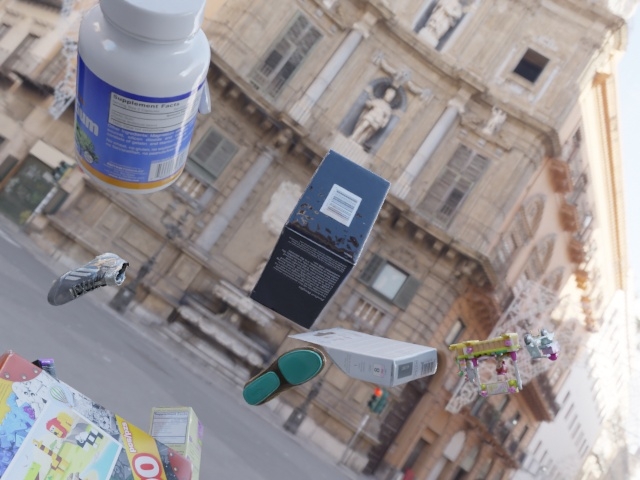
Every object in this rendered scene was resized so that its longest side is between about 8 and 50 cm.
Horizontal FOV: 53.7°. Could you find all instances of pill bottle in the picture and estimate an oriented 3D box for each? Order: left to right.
[{"bbox_3d":[-0.221,-0.198,0.780,0.152,0.152,0.272,34,-42,6],"label":"pill bottle"}]

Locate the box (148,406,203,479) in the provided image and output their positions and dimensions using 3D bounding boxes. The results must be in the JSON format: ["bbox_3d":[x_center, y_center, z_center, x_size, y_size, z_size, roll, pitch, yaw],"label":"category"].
[{"bbox_3d":[-0.425,0.633,1.835,0.117,0.243,0.213,0,-31,1],"label":"box"}]

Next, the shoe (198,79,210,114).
[{"bbox_3d":[-0.220,-0.268,0.951,0.063,0.081,0.178,113,-36,-82],"label":"shoe"}]

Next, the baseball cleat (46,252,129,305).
[{"bbox_3d":[-0.560,0.097,1.541,0.109,0.206,0.072,17,-46,31],"label":"baseball cleat"}]

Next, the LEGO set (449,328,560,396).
[{"bbox_3d":[0.326,0.249,1.237,0.132,0.107,0.287,-1,-16,-27],"label":"LEGO set"}]

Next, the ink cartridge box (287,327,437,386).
[{"bbox_3d":[0.081,0.220,1.214,0.232,0.066,0.189,2,-1,34],"label":"ink cartridge box"}]

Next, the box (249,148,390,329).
[{"bbox_3d":[0.000,0.000,1.507,0.182,0.296,0.294,30,-42,-2],"label":"box"}]

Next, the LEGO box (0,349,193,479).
[{"bbox_3d":[-0.390,0.454,0.829,0.372,0.193,0.500,42,20,-26],"label":"LEGO box"}]

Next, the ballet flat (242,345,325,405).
[{"bbox_3d":[-0.101,0.420,2.011,0.116,0.342,0.124,56,26,9],"label":"ballet flat"}]

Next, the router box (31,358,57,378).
[{"bbox_3d":[-0.640,0.343,1.348,0.046,0.179,0.133,23,47,-67],"label":"router box"}]
